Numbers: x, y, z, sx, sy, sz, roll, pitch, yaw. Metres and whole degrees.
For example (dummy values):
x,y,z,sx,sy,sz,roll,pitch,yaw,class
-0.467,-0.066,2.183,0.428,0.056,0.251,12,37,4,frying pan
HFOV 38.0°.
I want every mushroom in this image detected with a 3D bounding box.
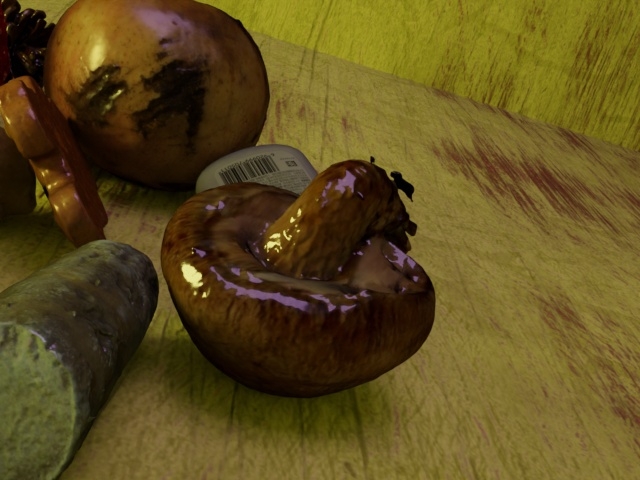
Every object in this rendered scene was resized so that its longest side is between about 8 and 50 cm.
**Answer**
x,y,z,sx,sy,sz,roll,pitch,yaw,class
-0.012,0.037,0.936,0.283,0.195,0.263,-36,56,-26,mushroom

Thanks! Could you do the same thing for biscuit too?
x,y,z,sx,sy,sz,roll,pitch,yaw,class
-0.309,-0.093,1.078,0.047,0.202,0.334,-26,17,-6,biscuit

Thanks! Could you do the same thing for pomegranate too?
x,y,z,sx,sy,sz,roll,pitch,yaw,class
-0.230,-0.216,1.323,0.322,0.322,0.322,16,20,-6,pomegranate

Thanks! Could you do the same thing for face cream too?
x,y,z,sx,sy,sz,roll,pitch,yaw,class
-0.037,-0.002,1.163,0.163,0.080,0.337,-18,43,-16,face cream

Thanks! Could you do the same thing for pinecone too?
x,y,z,sx,sy,sz,roll,pitch,yaw,class
-0.517,-0.322,1.537,0.195,0.150,0.179,29,16,19,pinecone

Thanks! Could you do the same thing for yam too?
x,y,z,sx,sy,sz,roll,pitch,yaw,class
-0.213,0.082,0.778,0.133,0.133,0.330,19,18,1,yam

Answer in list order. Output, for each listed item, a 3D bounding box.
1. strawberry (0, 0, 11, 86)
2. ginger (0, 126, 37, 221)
x,y,z,sx,sy,sz,roll,pitch,yaw,class
-0.528,-0.271,1.212,0.257,0.277,0.257,17,24,-7,strawberry
-0.452,-0.079,0.981,0.190,0.126,0.354,52,26,10,ginger
